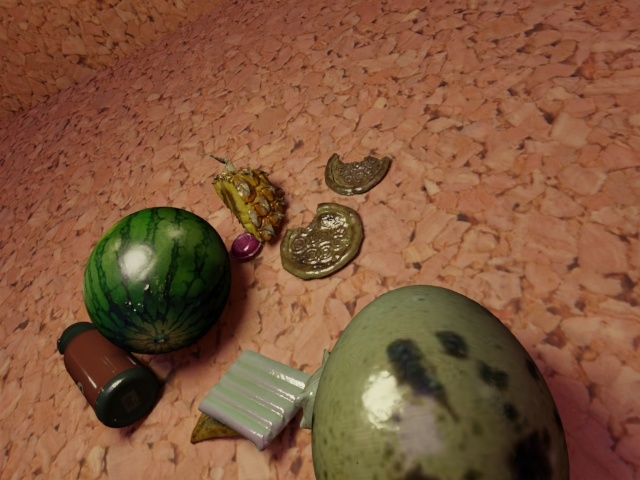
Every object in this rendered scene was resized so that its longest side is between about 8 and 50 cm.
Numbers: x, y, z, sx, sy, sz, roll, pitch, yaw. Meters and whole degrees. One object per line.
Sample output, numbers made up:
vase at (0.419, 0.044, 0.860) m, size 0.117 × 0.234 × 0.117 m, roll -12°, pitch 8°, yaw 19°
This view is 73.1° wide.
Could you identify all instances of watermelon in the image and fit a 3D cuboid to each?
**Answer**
watermelon at (-0.378, 0.091, 1.028) m, size 0.362 × 0.363 × 0.364 m, roll -13°, pitch 53°, yaw 18°

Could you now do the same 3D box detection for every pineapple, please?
pineapple at (-0.197, -0.154, 1.210) m, size 0.161 × 0.159 × 0.334 m, roll -30°, pitch 41°, yaw -15°

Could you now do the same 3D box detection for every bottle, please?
bottle at (-0.549, 0.312, 1.079) m, size 0.336 × 0.144 × 0.144 m, roll 24°, pitch 71°, yaw 37°

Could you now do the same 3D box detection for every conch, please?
conch at (0.006, 0.306, 0.811) m, size 0.114 × 0.137 × 0.234 m, roll -20°, pitch 56°, yaw -8°

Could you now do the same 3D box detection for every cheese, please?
cheese at (-0.190, 0.000, 1.188) m, size 0.145 × 0.038 × 0.095 m, roll -37°, pitch 51°, yaw -9°

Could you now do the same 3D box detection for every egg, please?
egg at (0.156, 0.259, 0.635) m, size 0.344 × 0.345 × 0.428 m, roll -19°, pitch 42°, yaw 14°

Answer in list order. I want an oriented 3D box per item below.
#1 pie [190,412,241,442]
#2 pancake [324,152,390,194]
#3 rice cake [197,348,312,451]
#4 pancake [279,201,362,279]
pie at (-0.208, 0.386, 0.932) m, size 0.169 × 0.034 × 0.092 m, roll -13°, pitch 56°, yaw 25°
pancake at (0.099, -0.199, 1.194) m, size 0.190 × 0.020 × 0.184 m, roll -21°, pitch 50°, yaw 12°
rice cake at (-0.133, 0.325, 0.908) m, size 0.198 × 0.037 × 0.189 m, roll 19°, pitch 51°, yaw 37°
pancake at (0.000, 0.000, 1.099) m, size 0.235 × 0.029 × 0.212 m, roll -43°, pitch 51°, yaw -4°
